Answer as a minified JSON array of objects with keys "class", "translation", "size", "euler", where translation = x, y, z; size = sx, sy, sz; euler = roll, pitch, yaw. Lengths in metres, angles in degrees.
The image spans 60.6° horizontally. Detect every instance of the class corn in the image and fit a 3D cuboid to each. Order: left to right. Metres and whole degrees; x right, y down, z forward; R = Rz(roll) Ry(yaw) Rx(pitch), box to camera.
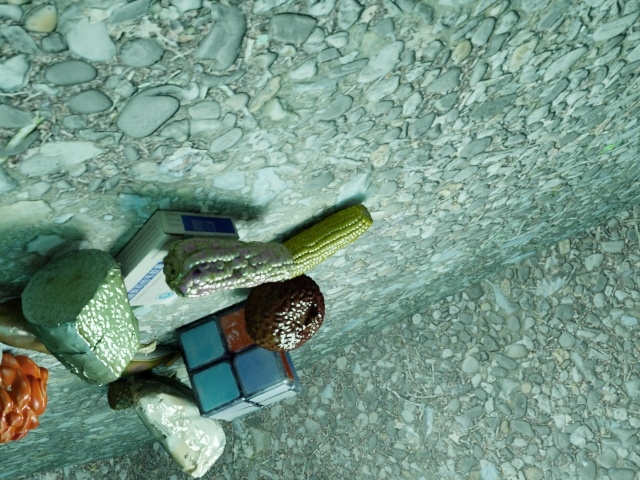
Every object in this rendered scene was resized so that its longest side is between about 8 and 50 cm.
[{"class":"corn","translation":[-0.191,0.054,1.221],"size":[0.335,0.126,0.127],"euler":[-3,151,-47]},{"class":"corn","translation":[0.000,0.000,1.484],"size":[0.305,0.106,0.106],"euler":[-33,157,13]}]

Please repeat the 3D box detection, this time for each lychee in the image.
[{"class":"lychee","translation":[-0.112,0.215,1.695],"size":[0.261,0.260,0.260],"euler":[-19,158,-8]}]

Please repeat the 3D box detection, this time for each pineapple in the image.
[{"class":"pineapple","translation":[-0.699,0.594,2.182],"size":[0.278,0.130,0.118],"euler":[1,119,-42]}]

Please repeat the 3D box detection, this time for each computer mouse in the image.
[{"class":"computer mouse","translation":[-0.639,0.417,1.873],"size":[0.158,0.071,0.310],"euler":[-31,158,25]}]

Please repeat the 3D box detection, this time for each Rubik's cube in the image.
[{"class":"Rubik's cube","translation":[-0.276,0.425,1.909],"size":[0.316,0.318,0.313],"euler":[-24,159,-1]}]

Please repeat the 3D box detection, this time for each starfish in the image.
[{"class":"starfish","translation":[-0.617,0.321,1.656],"size":[0.236,0.062,0.277],"euler":[1,166,-20]}]

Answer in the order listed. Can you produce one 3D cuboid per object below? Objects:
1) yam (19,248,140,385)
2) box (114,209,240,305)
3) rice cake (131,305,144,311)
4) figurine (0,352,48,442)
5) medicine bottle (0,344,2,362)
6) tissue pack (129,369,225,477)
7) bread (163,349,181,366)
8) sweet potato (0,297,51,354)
[{"class":"yam","translation":[-0.502,0.171,1.181],"size":[0.202,0.202,0.271],"euler":[12,141,24]},{"class":"box","translation":[-0.367,0.052,1.283],"size":[0.200,0.065,0.343],"euler":[3,147,-48]},{"class":"rice cake","translation":[-0.578,0.201,1.472],"size":[0.208,0.033,0.033],"euler":[-18,160,-10]},{"class":"figurine","translation":[-0.948,0.428,1.442],"size":[0.412,0.241,0.306],"euler":[9,122,-24]},{"class":"medicine bottle","translation":[-0.871,0.286,1.235],"size":[0.252,0.144,0.144],"euler":[-27,158,5]},{"class":"tissue pack","translation":[-0.513,0.610,1.934],"size":[0.195,0.375,0.390],"euler":[-43,-168,-12]},{"class":"bread","translation":[-0.528,0.426,2.011],"size":[0.110,0.024,0.110],"euler":[-41,-177,3]},{"class":"sweet potato","translation":[-0.659,0.184,1.228],"size":[0.131,0.131,0.336],"euler":[-24,155,5]}]
